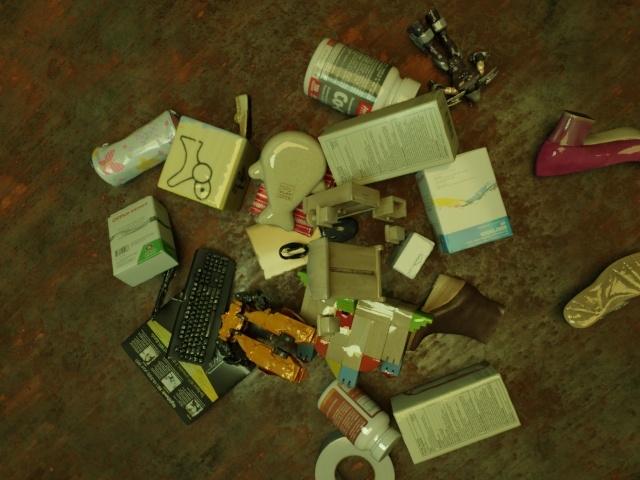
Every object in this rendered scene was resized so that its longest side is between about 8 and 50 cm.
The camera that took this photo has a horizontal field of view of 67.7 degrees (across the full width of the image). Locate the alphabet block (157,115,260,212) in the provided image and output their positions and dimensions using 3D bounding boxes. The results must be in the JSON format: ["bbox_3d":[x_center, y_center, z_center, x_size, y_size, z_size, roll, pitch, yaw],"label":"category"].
[{"bbox_3d":[-0.297,-0.200,1.302,0.192,0.193,0.197,21,92,6],"label":"alphabet block"}]

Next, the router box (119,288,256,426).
[{"bbox_3d":[-0.378,0.331,1.369,0.243,0.081,0.309,-40,87,3],"label":"router box"}]

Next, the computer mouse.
[{"bbox_3d":[0.000,0.000,1.318,0.242,0.041,0.071,-24,121,-11],"label":"computer mouse"}]

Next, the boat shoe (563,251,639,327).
[{"bbox_3d":[0.771,0.134,1.268,0.285,0.092,0.103,-40,68,6],"label":"boat shoe"}]

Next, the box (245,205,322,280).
[{"bbox_3d":[-0.094,0.003,1.372,0.201,0.021,0.164,-22,89,5],"label":"box"}]

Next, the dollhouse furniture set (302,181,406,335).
[{"bbox_3d":[0.066,0.057,1.193,0.173,0.303,0.356,-12,74,47],"label":"dollhouse furniture set"}]

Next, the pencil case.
[{"bbox_3d":[-0.509,-0.262,1.359,0.273,0.113,0.124,-26,69,5],"label":"pencil case"}]

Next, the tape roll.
[{"bbox_3d":[0.096,0.643,1.339,0.219,0.072,0.219,0,91,4],"label":"tape roll"}]

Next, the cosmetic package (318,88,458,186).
[{"bbox_3d":[0.171,-0.246,1.197,0.309,0.113,0.160,-10,116,28],"label":"cosmetic package"}]

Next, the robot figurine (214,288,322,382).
[{"bbox_3d":[-0.148,0.252,1.259,0.291,0.085,0.211,18,79,33],"label":"robot figurine"}]

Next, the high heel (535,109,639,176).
[{"bbox_3d":[0.775,-0.216,1.278,0.377,0.127,0.181,17,121,0],"label":"high heel"}]

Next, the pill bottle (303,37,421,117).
[{"bbox_3d":[0.112,-0.411,1.280,0.283,0.161,0.161,26,93,4],"label":"pill bottle"}]

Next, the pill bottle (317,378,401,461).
[{"bbox_3d":[0.104,0.476,1.275,0.216,0.121,0.121,39,94,29],"label":"pill bottle"}]

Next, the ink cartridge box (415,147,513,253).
[{"bbox_3d":[0.369,-0.102,1.257,0.168,0.171,0.233,-17,90,5],"label":"ink cartridge box"}]

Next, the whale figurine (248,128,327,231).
[{"bbox_3d":[-0.088,-0.165,1.286,0.216,0.141,0.272,13,112,-10],"label":"whale figurine"}]

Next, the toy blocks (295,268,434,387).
[{"bbox_3d":[0.085,0.259,1.278,0.381,0.190,0.261,16,101,17],"label":"toy blocks"}]

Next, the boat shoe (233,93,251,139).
[{"bbox_3d":[-0.224,-0.352,1.368,0.045,0.050,0.135,-2,81,8],"label":"boat shoe"}]

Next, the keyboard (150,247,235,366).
[{"bbox_3d":[-0.362,0.170,1.312,0.201,0.033,0.317,15,68,-12],"label":"keyboard"}]

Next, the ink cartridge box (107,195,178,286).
[{"bbox_3d":[-0.496,-0.001,1.329,0.153,0.087,0.208,-26,57,5],"label":"ink cartridge box"}]

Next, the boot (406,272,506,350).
[{"bbox_3d":[0.363,0.234,1.302,0.206,0.090,0.248,30,89,6],"label":"boot"}]

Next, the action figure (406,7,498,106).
[{"bbox_3d":[0.357,-0.486,1.296,0.185,0.099,0.285,-35,92,-3],"label":"action figure"}]

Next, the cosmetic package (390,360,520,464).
[{"bbox_3d":[0.355,0.459,1.287,0.296,0.129,0.153,-21,90,4],"label":"cosmetic package"}]

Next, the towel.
[{"bbox_3d":[-0.061,-0.170,1.350,0.198,0.031,0.275,23,89,9],"label":"towel"}]

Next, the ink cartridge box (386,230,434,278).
[{"bbox_3d":[0.237,0.035,1.279,0.063,0.150,0.109,31,93,-1],"label":"ink cartridge box"}]
